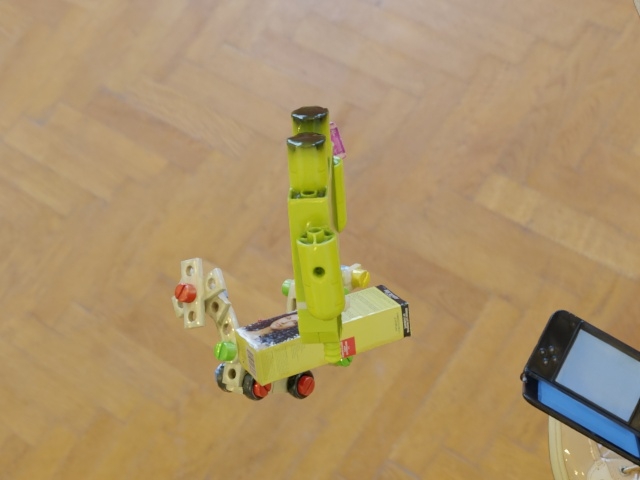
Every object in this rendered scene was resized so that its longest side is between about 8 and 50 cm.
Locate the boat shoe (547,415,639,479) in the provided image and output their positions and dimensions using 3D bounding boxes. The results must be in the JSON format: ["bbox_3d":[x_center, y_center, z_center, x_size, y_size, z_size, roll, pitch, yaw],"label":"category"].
[{"bbox_3d":[0.347,0.296,1.461,0.110,0.121,0.341,-25,70,41],"label":"boat shoe"}]

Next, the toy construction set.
[{"bbox_3d":[-0.072,0.128,1.990,0.151,0.328,0.215,12,93,54],"label":"toy construction set"}]

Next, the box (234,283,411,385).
[{"bbox_3d":[0.005,0.128,1.811,0.232,0.058,0.087,-16,24,-22],"label":"box"}]

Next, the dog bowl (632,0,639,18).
[{"bbox_3d":[0.306,-0.256,0.674,0.150,0.408,0.408,-3,61,-16],"label":"dog bowl"}]

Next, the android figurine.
[{"bbox_3d":[0.000,0.000,1.428,0.056,0.273,0.248,-4,23,4],"label":"android figurine"}]

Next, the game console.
[{"bbox_3d":[0.230,0.119,1.057,0.122,0.071,0.107,30,71,2],"label":"game console"}]

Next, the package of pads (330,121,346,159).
[{"bbox_3d":[0.010,-0.123,1.653,0.032,0.083,0.050,-20,97,-2],"label":"package of pads"}]
